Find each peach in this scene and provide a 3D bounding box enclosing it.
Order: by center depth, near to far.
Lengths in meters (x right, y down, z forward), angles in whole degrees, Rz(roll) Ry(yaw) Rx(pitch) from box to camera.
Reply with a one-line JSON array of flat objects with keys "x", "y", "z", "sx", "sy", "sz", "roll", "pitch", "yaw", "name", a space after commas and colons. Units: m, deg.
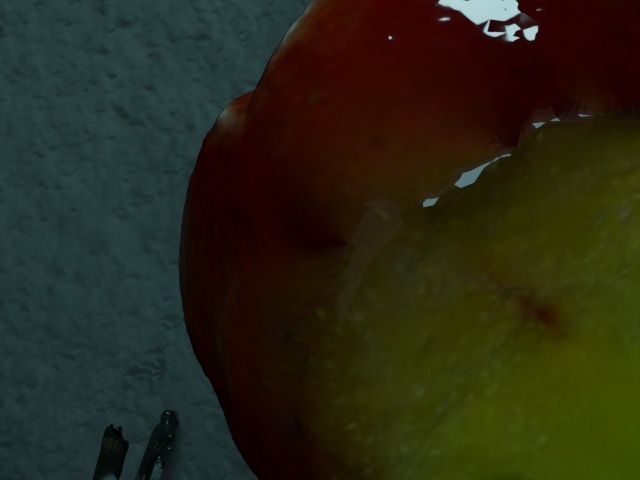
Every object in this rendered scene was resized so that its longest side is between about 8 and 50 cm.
[{"x": 0.103, "y": 0.045, "z": 0.641, "sx": 0.281, "sy": 0.281, "sz": 0.338, "roll": -39, "pitch": 84, "yaw": 4, "name": "peach"}]

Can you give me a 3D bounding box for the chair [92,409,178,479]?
[{"x": -0.157, "y": 0.167, "z": 0.743, "sx": 0.174, "sy": 0.149, "sz": 0.213, "roll": 13, "pitch": 93, "yaw": 7, "name": "chair"}]
